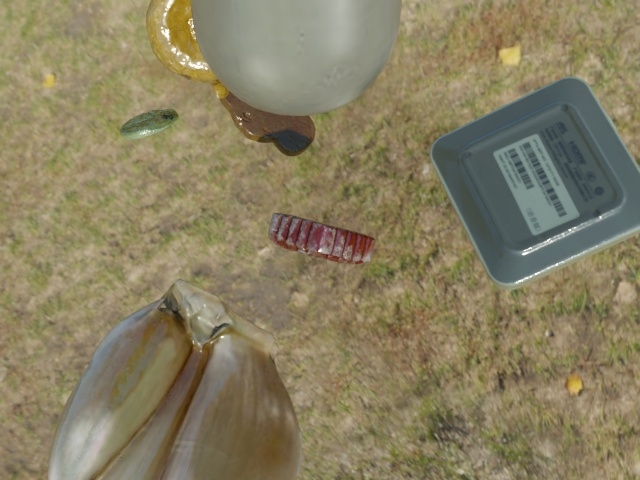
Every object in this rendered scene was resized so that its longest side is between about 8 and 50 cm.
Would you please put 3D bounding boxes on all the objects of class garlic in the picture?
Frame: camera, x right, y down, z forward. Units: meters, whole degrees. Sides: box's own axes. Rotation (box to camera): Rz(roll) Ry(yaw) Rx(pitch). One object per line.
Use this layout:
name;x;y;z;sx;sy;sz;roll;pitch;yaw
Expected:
garlic;-0.145;0.215;0.850;0.132;0.279;0.325;-25;39;53

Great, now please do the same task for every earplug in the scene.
earplug;-0.038;-0.373;1.080;0.312;0.394;0.313;0;33;0

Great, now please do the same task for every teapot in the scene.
teapot;-0.222;-0.415;1.472;0.203;0.311;0.167;-13;21;-2

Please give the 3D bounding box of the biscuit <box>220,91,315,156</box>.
biscuit;-0.133;-0.318;1.858;0.290;0.041;0.208;49;52;0

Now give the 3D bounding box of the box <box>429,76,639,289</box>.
box;0.461;-0.124;1.653;0.373;0.090;0.367;-26;72;7

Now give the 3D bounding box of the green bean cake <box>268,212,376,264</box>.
green bean cake;0.000;0.000;1.240;0.135;0.135;0.056;16;92;45

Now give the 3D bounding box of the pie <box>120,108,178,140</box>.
pie;-0.233;-0.157;1.066;0.085;0.017;0.085;-13;27;7
